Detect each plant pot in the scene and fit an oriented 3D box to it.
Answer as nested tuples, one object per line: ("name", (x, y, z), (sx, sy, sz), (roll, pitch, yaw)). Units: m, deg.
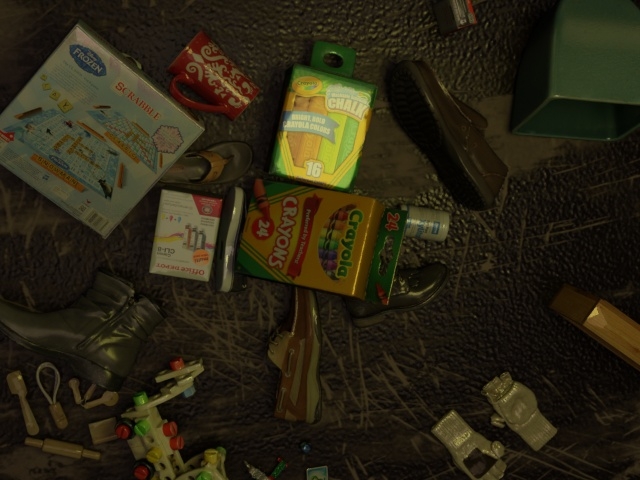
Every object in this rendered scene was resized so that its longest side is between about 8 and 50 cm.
("plant pot", (0.546, -0.365, 1.903), (0.247, 0.248, 0.252), (3, 79, -7))

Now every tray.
("tray", (0.710, 0.246, 2.008), (0.411, 0.203, 0.076), (34, 92, -9))

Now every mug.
("mug", (-0.227, -0.320, 1.883), (0.169, 0.113, 0.150), (40, 83, -14))

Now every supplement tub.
("supplement tub", (0.218, -0.038, 1.986), (0.107, 0.071, 0.071), (8, 96, -6))

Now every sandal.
("sandal", (-0.248, -0.160, 1.924), (0.219, 0.060, 0.090), (-3, 98, -6))

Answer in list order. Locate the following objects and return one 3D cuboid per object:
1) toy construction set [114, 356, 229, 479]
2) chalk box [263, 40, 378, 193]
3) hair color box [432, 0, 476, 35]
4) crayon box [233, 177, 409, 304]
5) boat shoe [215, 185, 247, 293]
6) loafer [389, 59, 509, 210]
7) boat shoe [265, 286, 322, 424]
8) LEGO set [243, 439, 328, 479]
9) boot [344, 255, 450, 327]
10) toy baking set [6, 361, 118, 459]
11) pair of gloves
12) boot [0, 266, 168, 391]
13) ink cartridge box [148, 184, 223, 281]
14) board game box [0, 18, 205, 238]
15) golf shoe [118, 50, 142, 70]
("toy construction set", (-0.302, 0.416, 1.946), (0.215, 0.151, 0.327), (-14, 91, 20))
("chalk box", (0.003, -0.259, 1.879), (0.180, 0.179, 0.289), (12, 96, -8))
("hair color box", (0.276, -0.469, 1.901), (0.043, 0.141, 0.072), (-17, 99, -4))
("crayon box", (0.000, 0.000, 1.848), (0.318, 0.081, 0.202), (10, 83, 21))
("boat shoe", (-0.170, 0.001, 1.949), (0.076, 0.080, 0.228), (5, 94, -24))
("loafer", (0.276, -0.237, 1.953), (0.130, 0.134, 0.366), (-42, 111, -23))
("boat shoe", (-0.058, 0.239, 1.967), (0.120, 0.122, 0.324), (-1, 96, -3))
("LEGO set", (-0.073, 0.569, 2.055), (0.182, 0.060, 0.244), (-5, 99, -18))
("boot", (0.127, 0.054, 1.941), (0.263, 0.091, 0.229), (-27, 120, 0))
("toy baking set", (-0.552, 0.366, 1.975), (0.256, 0.030, 0.196), (12, 90, -14))
("pair of gloves", (0.397, 0.431, 2.079), (0.240, 0.042, 0.204), (-36, 99, -2))
("boot", (-0.510, 0.147, 1.924), (0.338, 0.118, 0.222), (30, 85, -14))
("ink cartridge box", (-0.277, -0.015, 1.905), (0.128, 0.127, 0.176), (9, 97, -8))
("board game box", (-0.453, -0.214, 1.827), (0.319, 0.066, 0.318), (40, 103, -24))
("golf shoe", (-0.428, -0.290, 1.881), (0.094, 0.077, 0.198), (20, 96, -9))
